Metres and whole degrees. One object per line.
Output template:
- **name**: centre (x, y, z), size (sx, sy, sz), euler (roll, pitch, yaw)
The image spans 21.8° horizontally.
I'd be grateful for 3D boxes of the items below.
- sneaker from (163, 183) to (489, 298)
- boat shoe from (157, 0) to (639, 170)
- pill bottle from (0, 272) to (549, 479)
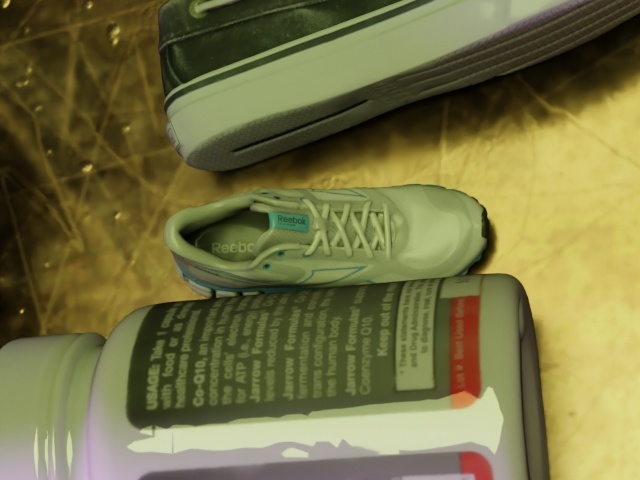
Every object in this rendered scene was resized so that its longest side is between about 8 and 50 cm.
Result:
- **sneaker**: centre (0.000, 0.000, 0.943), size (0.191, 0.083, 0.071), euler (-6, 77, 10)
- **boat shoe**: centre (0.054, -0.147, 0.937), size (0.335, 0.121, 0.119), euler (-19, 81, 10)
- **pill bottle**: centre (-0.026, 0.107, 0.887), size (0.283, 0.161, 0.161), euler (-5, 79, 11)
